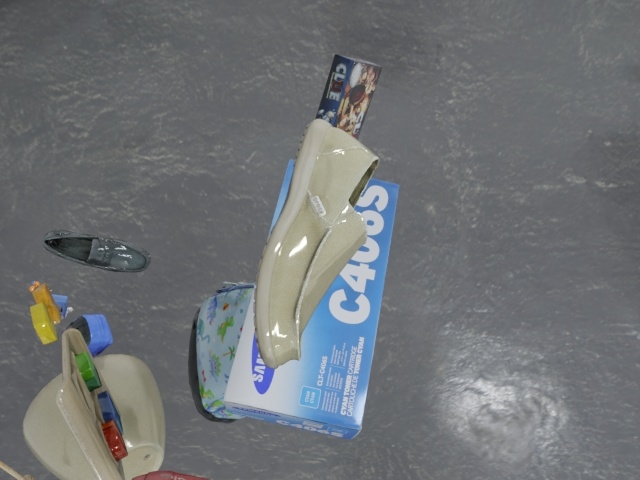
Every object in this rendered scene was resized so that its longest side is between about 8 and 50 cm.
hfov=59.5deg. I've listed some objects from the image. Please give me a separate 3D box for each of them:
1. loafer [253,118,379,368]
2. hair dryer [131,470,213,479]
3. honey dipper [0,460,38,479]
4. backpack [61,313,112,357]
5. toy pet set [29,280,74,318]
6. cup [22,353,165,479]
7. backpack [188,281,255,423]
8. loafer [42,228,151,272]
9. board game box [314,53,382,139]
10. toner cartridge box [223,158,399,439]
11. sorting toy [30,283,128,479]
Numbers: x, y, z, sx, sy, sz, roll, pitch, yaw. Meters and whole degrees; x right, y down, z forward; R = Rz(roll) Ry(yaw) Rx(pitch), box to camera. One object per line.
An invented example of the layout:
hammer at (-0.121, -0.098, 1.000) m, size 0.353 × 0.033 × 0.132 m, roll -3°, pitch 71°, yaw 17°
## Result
loafer at (0.000, 0.000, 0.567) m, size 0.092 × 0.102 × 0.268 m, roll 12°, pitch 74°, yaw 5°
hair dryer at (-0.152, 0.338, 0.573) m, size 0.294 × 0.080 × 0.223 m, roll -25°, pitch 109°, yaw 0°
honey dipper at (-0.664, 0.491, 1.197) m, size 0.031 × 0.160 × 0.030 m, roll -20°, pitch 34°, yaw 15°
backpack at (-0.568, 0.234, 1.383) m, size 0.101 × 0.120 × 0.097 m, roll -3°, pitch 57°, yaw -52°
toy pet set at (-0.698, 0.154, 1.474) m, size 0.065 × 0.114 × 0.122 m, roll -36°, pitch 115°, yaw -5°
cup at (-0.515, 0.484, 1.376) m, size 0.331 × 0.331 × 0.237 m, roll -41°, pitch 52°, yaw -15°
backpack at (-0.115, 0.206, 1.128) m, size 0.356 × 0.273 × 0.289 m, roll -14°, pitch 66°, yaw 28°
loafer at (-0.485, 0.027, 1.218) m, size 0.224 × 0.078 × 0.076 m, roll 14°, pitch 94°, yaw -13°
board game box at (0.038, -0.227, 1.081) m, size 0.042 × 0.165 × 0.243 m, roll 25°, pitch 112°, yaw 16°
toner cartridge box at (-0.002, 0.066, 0.745) m, size 0.165 × 0.075 × 0.347 m, roll 12°, pitch 62°, yaw 0°
sorting toy at (-0.370, 0.223, 0.880) m, size 0.041 × 0.229 × 0.307 m, roll -22°, pitch 111°, yaw -14°
